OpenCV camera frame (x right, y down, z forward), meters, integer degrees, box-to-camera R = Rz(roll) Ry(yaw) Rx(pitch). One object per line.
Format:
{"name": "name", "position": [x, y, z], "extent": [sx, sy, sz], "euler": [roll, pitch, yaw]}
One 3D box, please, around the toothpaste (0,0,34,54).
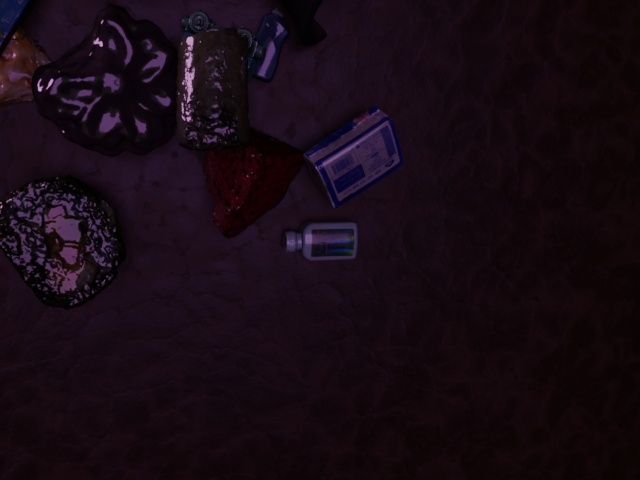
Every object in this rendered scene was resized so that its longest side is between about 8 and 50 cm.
{"name": "toothpaste", "position": [-0.795, -0.565, 1.420], "extent": [0.076, 0.066, 0.321], "euler": [31, 82, -24]}

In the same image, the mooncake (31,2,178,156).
{"name": "mooncake", "position": [-0.533, -0.404, 1.493], "extent": [0.350, 0.212, 0.381], "euler": [33, 90, -33]}

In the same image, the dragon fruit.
{"name": "dragon fruit", "position": [-0.222, -0.168, 1.609], "extent": [0.302, 0.240, 0.331], "euler": [24, 89, -8]}

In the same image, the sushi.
{"name": "sushi", "position": [-0.701, -0.006, 1.553], "extent": [0.294, 0.178, 0.352], "euler": [-33, 107, -18]}

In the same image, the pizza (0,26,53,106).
{"name": "pizza", "position": [-0.956, -0.486, 1.459], "extent": [0.391, 0.080, 0.435], "euler": [-37, 106, -4]}

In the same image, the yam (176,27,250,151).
{"name": "yam", "position": [-0.274, -0.372, 1.445], "extent": [0.195, 0.195, 0.301], "euler": [0, 91, -13]}

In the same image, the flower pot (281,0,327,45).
{"name": "flower pot", "position": [-0.013, -0.755, 1.521], "extent": [0.251, 0.379, 0.379], "euler": [42, 90, 0]}

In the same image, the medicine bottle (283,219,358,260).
{"name": "medicine bottle", "position": [0.000, 0.000, 1.778], "extent": [0.228, 0.083, 0.121], "euler": [-2, 104, -12]}

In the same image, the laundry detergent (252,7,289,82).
{"name": "laundry detergent", "position": [-0.151, -0.569, 1.638], "extent": [0.096, 0.061, 0.207], "euler": [21, 95, 0]}

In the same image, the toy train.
{"name": "toy train", "position": [-0.279, -0.530, 1.576], "extent": [0.248, 0.101, 0.159], "euler": [21, 104, 2]}

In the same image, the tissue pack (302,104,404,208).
{"name": "tissue pack", "position": [0.099, -0.251, 1.696], "extent": [0.269, 0.137, 0.209], "euler": [-34, 142, -4]}
